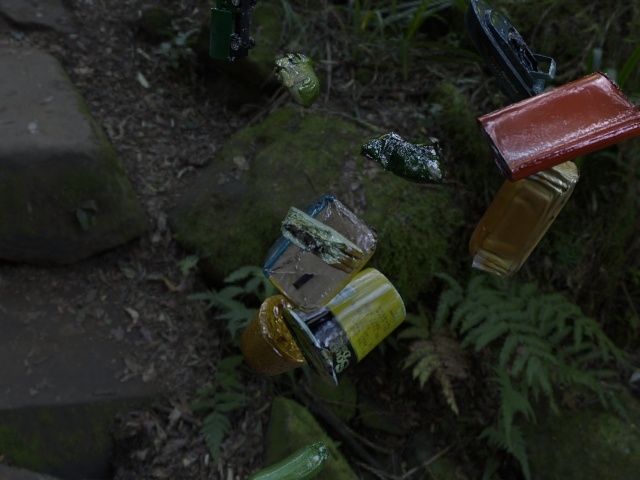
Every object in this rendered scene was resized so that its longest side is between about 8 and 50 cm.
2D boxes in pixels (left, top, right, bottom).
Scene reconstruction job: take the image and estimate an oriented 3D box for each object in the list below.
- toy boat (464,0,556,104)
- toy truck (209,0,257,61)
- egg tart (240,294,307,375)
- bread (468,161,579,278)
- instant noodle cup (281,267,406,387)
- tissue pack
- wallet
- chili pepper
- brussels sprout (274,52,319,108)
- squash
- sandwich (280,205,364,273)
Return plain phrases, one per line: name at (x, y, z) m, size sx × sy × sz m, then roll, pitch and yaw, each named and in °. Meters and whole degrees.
toy boat at (0.352, -0.359, 1.099) m, size 0.103 × 0.246 × 0.093 m, roll -24°, pitch 29°, yaw 44°
toy truck at (-0.180, -0.451, 1.213) m, size 0.079 × 0.147 × 0.065 m, roll 20°, pitch 30°, yaw 20°
egg tart at (-0.117, 0.262, 1.528) m, size 0.202 × 0.147 × 0.203 m, roll 33°, pitch 35°, yaw -26°
bread at (0.370, -0.053, 1.083) m, size 0.107 × 0.241 × 0.136 m, roll 32°, pitch 31°, yaw 11°
instant noodle cup at (0.060, 0.182, 1.325) m, size 0.236 × 0.216 × 0.215 m, roll -33°, pitch 44°, yaw -15°
tissue pack at (-0.003, 0.016, 1.102) m, size 0.134 × 0.192 × 0.271 m, roll 41°, pitch 3°, yaw -5°
wallet at (0.356, -0.173, 0.881) m, size 0.204 × 0.045 × 0.142 m, roll -21°, pitch 49°, yaw 5°
chili pepper at (0.231, -0.239, 1.602) m, size 0.148 × 0.116 × 0.264 m, roll -4°, pitch 28°, yaw -38°
brussels sprout at (-0.052, -0.397, 1.446) m, size 0.100 × 0.139 × 0.181 m, roll -26°, pitch 6°, yaw 3°
squash at (-0.078, 0.539, 1.351) m, size 0.219 × 0.068 × 0.077 m, roll -28°, pitch 44°, yaw -9°
sandwich at (0.000, 0.000, 0.698) m, size 0.093 × 0.036 × 0.105 m, roll 26°, pitch 7°, yaw -44°
